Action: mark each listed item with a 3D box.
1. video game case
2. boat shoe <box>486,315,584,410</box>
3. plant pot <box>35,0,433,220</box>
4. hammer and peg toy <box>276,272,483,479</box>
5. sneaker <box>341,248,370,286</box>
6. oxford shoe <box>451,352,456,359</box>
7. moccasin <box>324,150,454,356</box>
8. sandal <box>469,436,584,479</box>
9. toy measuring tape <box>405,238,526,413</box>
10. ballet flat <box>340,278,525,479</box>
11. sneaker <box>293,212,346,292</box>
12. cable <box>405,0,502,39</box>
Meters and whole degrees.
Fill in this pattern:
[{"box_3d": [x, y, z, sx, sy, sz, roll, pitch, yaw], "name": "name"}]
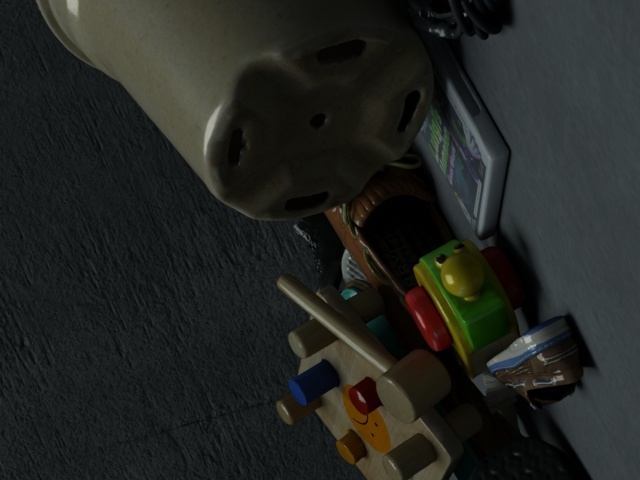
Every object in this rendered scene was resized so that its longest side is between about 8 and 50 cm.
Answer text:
[{"box_3d": [0.127, -0.108, 1.030, 0.190, 0.022, 0.173, 76, 170, -68], "name": "video game case"}, {"box_3d": [0.205, 0.126, 1.019, 0.183, 0.066, 0.066, 82, 163, -75], "name": "boat shoe"}, {"box_3d": [-0.064, -0.197, 0.998, 0.305, 0.334, 0.334, 58, 171, 35], "name": "plant pot"}, {"box_3d": [0.066, 0.174, 1.261, 0.266, 0.127, 0.361, 50, 153, 24], "name": "hammer and peg toy"}, {"box_3d": [0.111, 0.072, 1.563, 0.366, 0.135, 0.150, 91, -159, -53], "name": "sneaker"}, {"box_3d": [0.166, 0.237, 1.699, 0.097, 0.098, 0.271, -24, 97, 46], "name": "oxford shoe"}, {"box_3d": [0.076, -0.039, 1.311, 0.147, 0.139, 0.380, 118, 134, -67], "name": "moccasin"}, {"box_3d": [0.293, 0.408, 1.100, 0.107, 0.167, 0.445, 34, -150, -47], "name": "sandal"}, {"box_3d": [0.158, 0.084, 1.132, 0.121, 0.121, 0.330, 64, -179, 29], "name": "toy measuring tape"}, {"box_3d": [0.163, 0.176, 1.384, 0.342, 0.124, 0.116, 52, 148, 22], "name": "ballet flat"}, {"box_3d": [0.000, -0.001, 1.507, 0.051, 0.089, 0.170, 74, -146, -68], "name": "sneaker"}, {"box_3d": [0.089, -0.223, 0.803, 0.184, 0.047, 0.150, -117, 10, -68], "name": "cable"}]
